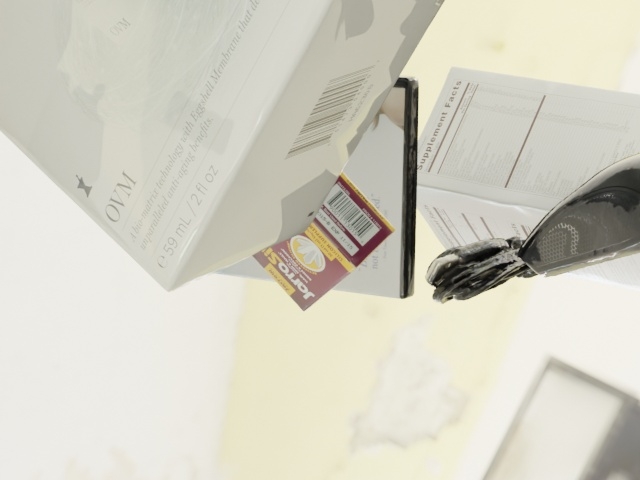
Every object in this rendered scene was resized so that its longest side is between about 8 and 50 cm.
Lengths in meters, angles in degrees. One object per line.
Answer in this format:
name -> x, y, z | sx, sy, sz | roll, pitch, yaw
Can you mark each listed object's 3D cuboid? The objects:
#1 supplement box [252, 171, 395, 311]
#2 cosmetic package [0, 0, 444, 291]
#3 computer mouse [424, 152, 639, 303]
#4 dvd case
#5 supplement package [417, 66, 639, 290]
supplement box -> 0.000, 0.000, 1.112 | 0.043, 0.055, 0.083 | -43, 0, -31
cosmetic package -> -0.076, -0.137, 0.981 | 0.138, 0.225, 0.224 | -24, -29, -51
computer mouse -> 0.216, -0.021, 1.356 | 0.188, 0.272, 0.072 | -12, -94, -38
dvd case -> -0.035, -0.054, 1.496 | 0.022, 0.253, 0.180 | -18, -69, -58
supplement package -> 0.221, -0.057, 1.661 | 0.139, 0.244, 0.134 | -64, -35, -19
